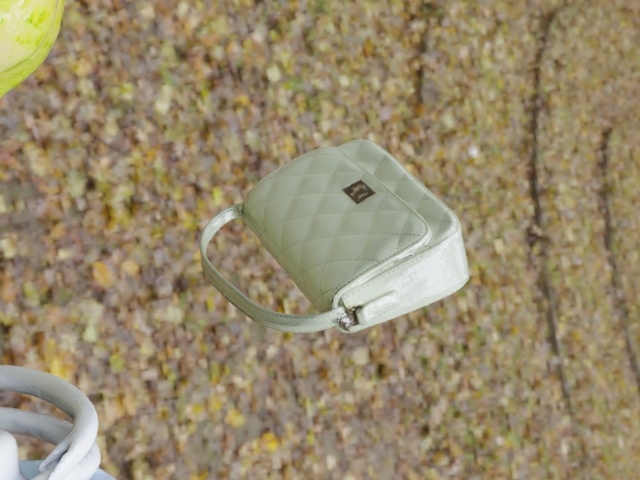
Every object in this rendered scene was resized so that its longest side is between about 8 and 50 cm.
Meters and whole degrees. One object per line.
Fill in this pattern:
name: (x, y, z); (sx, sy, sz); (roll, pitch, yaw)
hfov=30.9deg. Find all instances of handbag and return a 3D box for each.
handbag: (0.000, 0.000, 1.108); (0.256, 0.219, 0.079); (47, -24, 53)

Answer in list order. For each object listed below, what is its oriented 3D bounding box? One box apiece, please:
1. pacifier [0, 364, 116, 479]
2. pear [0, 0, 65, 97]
pacifier: (-0.259, 0.227, 0.771); (0.244, 0.300, 0.233); (-36, 129, -64)
pear: (-0.347, -0.230, 0.794); (0.391, 0.391, 0.391); (34, 50, -55)
